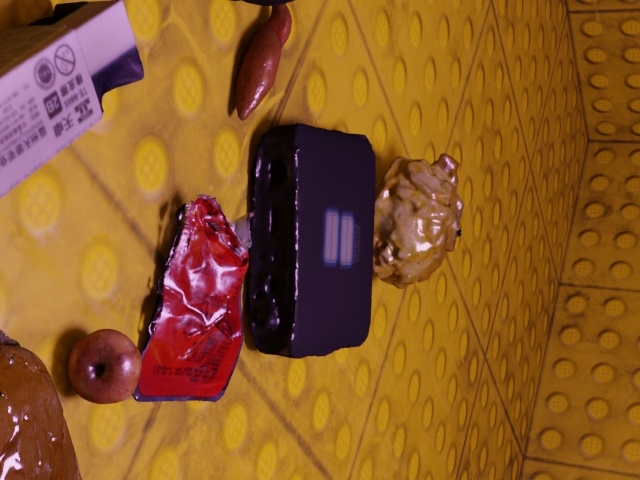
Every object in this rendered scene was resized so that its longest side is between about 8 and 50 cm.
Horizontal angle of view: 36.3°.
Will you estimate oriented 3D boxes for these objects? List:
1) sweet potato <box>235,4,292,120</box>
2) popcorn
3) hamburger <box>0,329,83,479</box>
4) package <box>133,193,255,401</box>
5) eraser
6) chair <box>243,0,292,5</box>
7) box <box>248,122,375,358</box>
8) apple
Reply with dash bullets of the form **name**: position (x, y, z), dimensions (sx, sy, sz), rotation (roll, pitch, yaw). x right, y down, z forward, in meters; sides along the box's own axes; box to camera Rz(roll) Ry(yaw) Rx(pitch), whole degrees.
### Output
- **sweet potato**: position (-0.079, -0.257, 1.370), dimensions (0.055, 0.058, 0.202), rotation (39, 57, -36)
- **popcorn**: position (0.181, -0.039, 1.796), dimensions (0.266, 0.192, 0.233), rotation (-57, 152, -17)
- **hamburger**: position (-0.307, 0.223, 0.865), dimensions (0.265, 0.134, 0.285), rotation (-46, 136, -51)
- **package**: position (-0.148, 0.080, 1.264), dimensions (0.194, 0.071, 0.270), rotation (17, 82, -50)
- **eraser**: position (-0.306, -0.100, 0.863), dimensions (0.404, 0.096, 0.098), rotation (-55, 140, -49)
- **chair**: position (-0.149, -0.358, 1.011), dimensions (0.401, 0.226, 0.227), rotation (-24, 115, -61)
- **box**: position (0.000, 0.000, 1.541), dimensions (0.350, 0.091, 0.359), rotation (-3, 96, -66)
- **apple**: position (-0.236, 0.138, 1.072), dimensions (0.071, 0.084, 0.084), rotation (-110, -159, -85)
